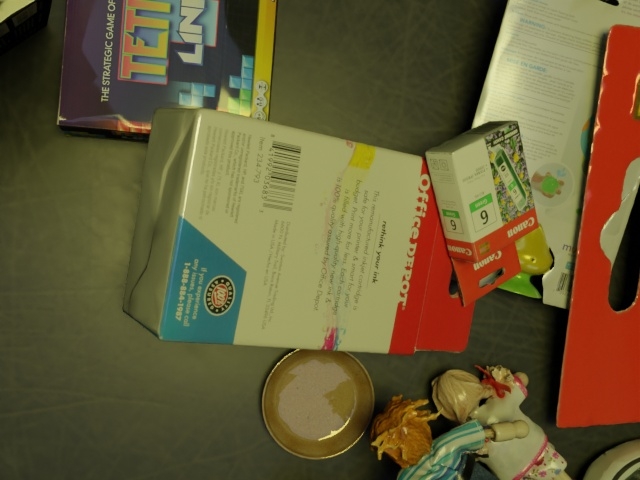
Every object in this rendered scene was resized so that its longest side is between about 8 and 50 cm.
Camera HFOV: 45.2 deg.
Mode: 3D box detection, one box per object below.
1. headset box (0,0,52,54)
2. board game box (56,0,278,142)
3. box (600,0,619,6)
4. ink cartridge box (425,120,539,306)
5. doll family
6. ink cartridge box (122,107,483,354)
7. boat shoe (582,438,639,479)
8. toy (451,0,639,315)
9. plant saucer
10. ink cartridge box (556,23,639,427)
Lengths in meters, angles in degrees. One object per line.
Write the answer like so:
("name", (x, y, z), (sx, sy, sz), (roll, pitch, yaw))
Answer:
("headset box", (-0.271, -0.201, 0.372), (0.131, 0.246, 0.283), (-37, 112, -10))
("board game box", (-0.102, -0.153, 0.535), (0.141, 0.048, 0.170), (4, 88, -12))
("box", (0.231, -0.193, 0.583), (0.067, 0.083, 0.018), (35, 51, -7))
("ink cartridge box", (0.113, -0.016, 0.515), (0.063, 0.029, 0.115), (-27, 111, -28))
("doll family", (0.074, 0.196, 0.525), (0.263, 0.118, 0.163), (-44, 97, -8))
("ink cartridge box", (0.000, 0.000, 0.511), (0.231, 0.078, 0.134), (9, 93, -32))
("boat shoe", (0.351, 0.235, 0.585), (0.306, 0.105, 0.113), (22, 85, -10))
("toy", (0.173, -0.074, 0.582), (0.137, 0.056, 0.237), (14, 92, -10))
("plant saucer", (-0.002, 0.117, 0.566), (0.083, 0.015, 0.083), (0, 88, -11))
("ink cartridge box", (0.383, 0.009, 0.571), (0.385, 0.091, 0.308), (2, 100, -15))
